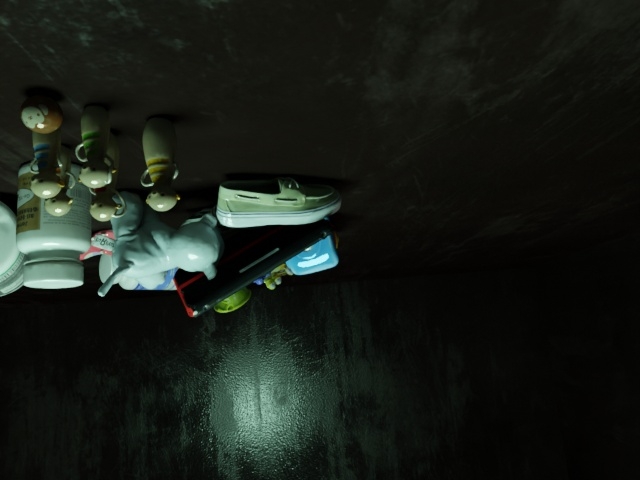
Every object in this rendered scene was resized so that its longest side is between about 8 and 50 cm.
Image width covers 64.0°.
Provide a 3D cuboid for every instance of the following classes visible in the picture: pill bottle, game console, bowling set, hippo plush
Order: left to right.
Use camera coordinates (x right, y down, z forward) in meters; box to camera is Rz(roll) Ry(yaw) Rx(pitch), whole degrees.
[{"bbox_3d":[-0.806,0.029,1.224,0.204,0.204,0.361,0,168,-24],"label":"pill bottle"},{"bbox_3d":[-0.516,-0.027,0.994,0.131,0.229,0.131,-5,168,-1],"label":"pill bottle"},{"bbox_3d":[-0.384,-0.116,0.792,0.287,0.154,0.200,-10,168,22],"label":"bowling set"},{"bbox_3d":[-0.617,0.097,1.793,0.272,0.152,0.152,5,165,-44],"label":"pill bottle"},{"bbox_3d":[-0.347,-0.012,1.179,0.237,0.234,0.294,-10,177,1],"label":"hippo plush"},{"bbox_3d":[-0.180,0.041,1.287,0.387,0.060,0.342,-32,-159,-14],"label":"game console"}]

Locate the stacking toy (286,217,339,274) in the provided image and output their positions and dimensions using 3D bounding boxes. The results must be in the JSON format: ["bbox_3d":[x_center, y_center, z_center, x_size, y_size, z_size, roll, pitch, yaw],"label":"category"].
[{"bbox_3d":[0.000,0.000,1.653,0.166,0.175,0.302,-14,180,18],"label":"stacking toy"}]

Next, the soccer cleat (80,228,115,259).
[{"bbox_3d":[-0.667,0.008,1.558,0.248,0.083,0.095,-13,-163,14],"label":"soccer cleat"}]

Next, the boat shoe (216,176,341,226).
[{"bbox_3d":[-0.087,-0.096,1.175,0.302,0.109,0.094,-10,128,-23],"label":"boat shoe"}]

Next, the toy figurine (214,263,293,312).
[{"bbox_3d":[-0.223,0.031,1.545,0.191,0.217,0.362,20,-146,27],"label":"toy figurine"}]

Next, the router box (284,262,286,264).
[{"bbox_3d":[-0.189,0.087,2.107,0.243,0.081,0.309,2,167,-31],"label":"router box"}]

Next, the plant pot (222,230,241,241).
[{"bbox_3d":[-0.350,0.036,1.580,0.237,0.110,0.237,-49,178,-3],"label":"plant pot"}]

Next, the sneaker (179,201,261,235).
[{"bbox_3d":[-0.262,-0.060,1.300,0.235,0.094,0.153,-6,167,5],"label":"sneaker"}]
